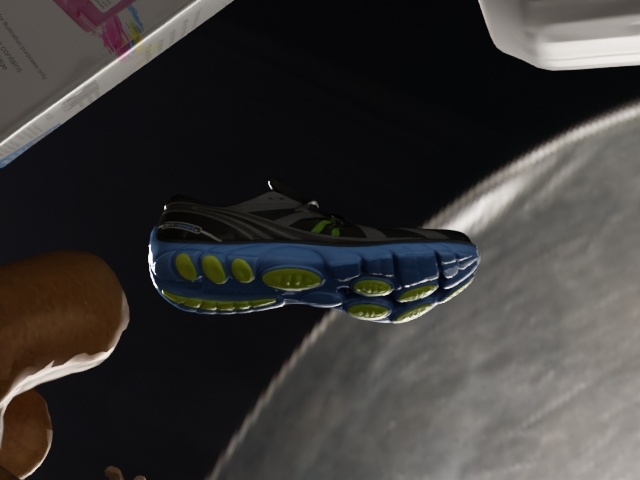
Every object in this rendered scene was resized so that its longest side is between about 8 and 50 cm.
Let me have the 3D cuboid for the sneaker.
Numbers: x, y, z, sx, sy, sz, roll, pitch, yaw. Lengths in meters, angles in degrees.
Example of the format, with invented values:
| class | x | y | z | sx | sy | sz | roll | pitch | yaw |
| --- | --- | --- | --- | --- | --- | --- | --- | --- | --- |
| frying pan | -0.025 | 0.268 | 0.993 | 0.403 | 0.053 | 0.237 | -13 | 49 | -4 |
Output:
| class | x | y | z | sx | sy | sz | roll | pitch | yaw |
| --- | --- | --- | --- | --- | --- | --- | --- | --- | --- |
| sneaker | 0.000 | 0.000 | 0.830 | 0.067 | 0.188 | 0.078 | 106 | 163 | -49 |

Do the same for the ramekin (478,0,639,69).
| class | x | y | z | sx | sy | sz | roll | pitch | yaw |
| --- | --- | --- | --- | --- | --- | --- | --- | --- | --- |
| ramekin | 0.108 | -0.190 | 0.582 | 0.273 | 0.127 | 0.273 | -12 | -90 | -78 |

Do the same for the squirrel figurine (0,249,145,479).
| class | x | y | z | sx | sy | sz | roll | pitch | yaw |
| --- | --- | --- | --- | --- | --- | --- | --- | --- | --- |
| squirrel figurine | -0.270 | 0.093 | 0.713 | 0.281 | 0.397 | 0.370 | -37 | 63 | 33 |

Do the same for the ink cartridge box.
| class | x | y | z | sx | sy | sz | roll | pitch | yaw |
| --- | --- | --- | --- | --- | --- | --- | --- | --- | --- |
| ink cartridge box | -0.071 | -0.079 | 0.479 | 0.122 | 0.052 | 0.088 | -35 | 5 | -5 |
